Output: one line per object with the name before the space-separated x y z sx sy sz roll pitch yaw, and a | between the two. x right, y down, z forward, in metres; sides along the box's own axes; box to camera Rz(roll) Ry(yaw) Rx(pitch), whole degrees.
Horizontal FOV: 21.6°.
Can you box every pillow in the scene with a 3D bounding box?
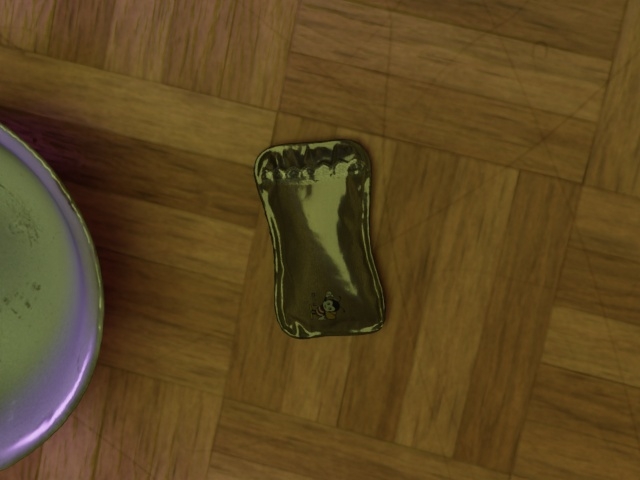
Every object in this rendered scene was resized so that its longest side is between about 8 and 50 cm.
pillow | 0.000 0.000 1.806 0.130 0.033 0.217 -4 102 12

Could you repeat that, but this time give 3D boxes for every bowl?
bowl | -0.413 0.028 1.819 0.434 0.196 0.435 3 105 10
